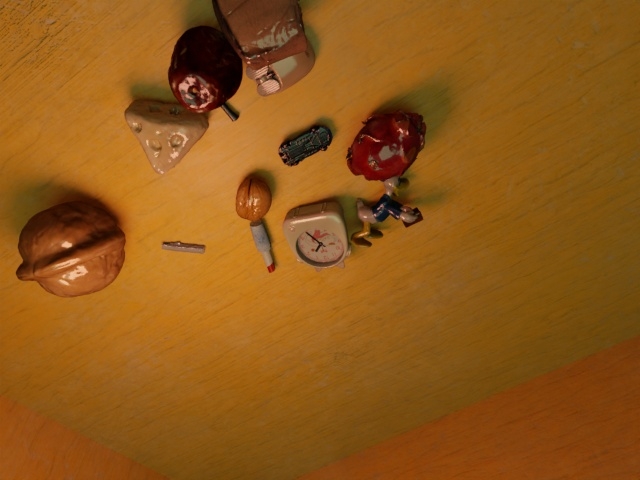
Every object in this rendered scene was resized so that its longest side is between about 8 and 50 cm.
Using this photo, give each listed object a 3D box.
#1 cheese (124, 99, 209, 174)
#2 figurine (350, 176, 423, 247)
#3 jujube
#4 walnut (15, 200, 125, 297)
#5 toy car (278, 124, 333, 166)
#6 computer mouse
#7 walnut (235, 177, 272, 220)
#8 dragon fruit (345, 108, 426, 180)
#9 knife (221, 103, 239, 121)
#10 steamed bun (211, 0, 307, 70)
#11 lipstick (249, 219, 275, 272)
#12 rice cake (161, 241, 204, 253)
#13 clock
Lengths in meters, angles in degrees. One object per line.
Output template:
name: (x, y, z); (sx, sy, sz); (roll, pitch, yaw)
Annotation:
cheese: (-0.523, -0.391, 1.441); (0.247, 0.174, 0.251); (-24, 119, 12)
figurine: (0.282, -0.144, 1.704); (0.283, 0.204, 0.339); (10, 114, 17)
jujube: (-0.353, -0.520, 1.277); (0.222, 0.318, 0.223); (0, 132, 0)
walnut: (-0.929, 0.032, 1.566); (0.383, 0.384, 0.384); (-3, 125, -5)
toy car: (-0.058, -0.365, 1.578); (0.216, 0.063, 0.103); (-27, 125, 5)
computer mouse: (-0.131, -0.588, 1.400); (0.236, 0.082, 0.145); (-26, 125, 10)
walnut: (-0.264, -0.165, 1.649); (0.144, 0.144, 0.180); (3, 120, -9)
dragon fruit: (0.236, -0.343, 1.535); (0.314, 0.250, 0.250); (-7, 128, 19)
knife: (-0.363, -0.521, 1.458); (0.060, 0.028, 0.230); (-41, 118, 6)
steamed bun: (-0.175, -0.679, 1.255); (0.251, 0.199, 0.301); (-20, 94, 9)
lipstick: (-0.247, 0.033, 1.836); (0.068, 0.061, 0.274); (-13, 125, 0)
rice cake: (-0.596, 0.029, 1.809); (0.180, 0.030, 0.042); (6, 129, -11)
clock: (0.000, 0.000, 1.790); (0.265, 0.109, 0.324); (-9, 126, 15)
